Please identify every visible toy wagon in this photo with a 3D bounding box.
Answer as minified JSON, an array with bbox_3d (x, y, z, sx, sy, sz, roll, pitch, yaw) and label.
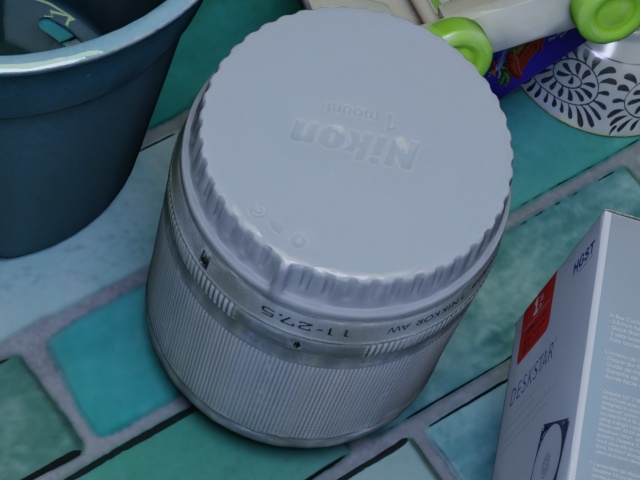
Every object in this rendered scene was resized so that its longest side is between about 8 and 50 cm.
[{"bbox_3d":[0.146,-0.234,1.328,0.344,0.068,0.267,-17,48,-6],"label":"toy wagon"}]

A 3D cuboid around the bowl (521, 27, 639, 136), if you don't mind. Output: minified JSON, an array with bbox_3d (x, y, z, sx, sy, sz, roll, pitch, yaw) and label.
[{"bbox_3d":[0.240,-0.177,1.480,0.170,0.080,0.170,5,61,-9],"label":"bowl"}]

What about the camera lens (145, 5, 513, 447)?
[{"bbox_3d":[0.000,0.000,1.227,0.219,0.274,0.219,5,62,-9],"label":"camera lens"}]

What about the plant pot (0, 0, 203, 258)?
[{"bbox_3d":[-0.231,-0.169,1.237,0.341,0.334,0.341,4,62,-8],"label":"plant pot"}]

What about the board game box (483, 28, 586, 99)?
[{"bbox_3d":[0.169,-0.265,1.449,0.347,0.078,0.233,-34,51,-19],"label":"board game box"}]

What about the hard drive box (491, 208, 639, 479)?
[{"bbox_3d":[0.176,0.128,1.151,0.089,0.181,0.232,16,60,-6],"label":"hard drive box"}]
